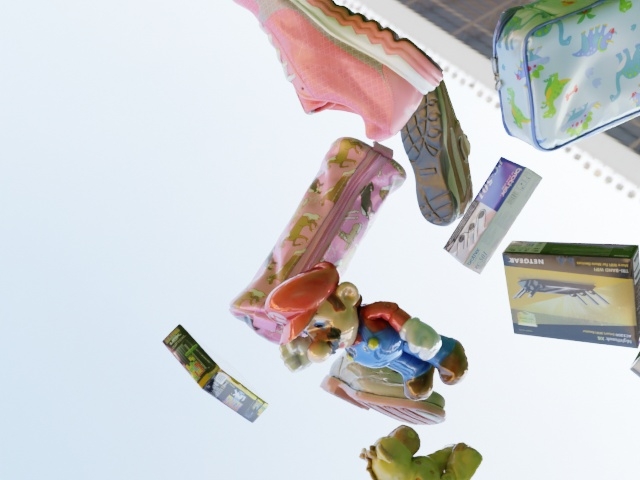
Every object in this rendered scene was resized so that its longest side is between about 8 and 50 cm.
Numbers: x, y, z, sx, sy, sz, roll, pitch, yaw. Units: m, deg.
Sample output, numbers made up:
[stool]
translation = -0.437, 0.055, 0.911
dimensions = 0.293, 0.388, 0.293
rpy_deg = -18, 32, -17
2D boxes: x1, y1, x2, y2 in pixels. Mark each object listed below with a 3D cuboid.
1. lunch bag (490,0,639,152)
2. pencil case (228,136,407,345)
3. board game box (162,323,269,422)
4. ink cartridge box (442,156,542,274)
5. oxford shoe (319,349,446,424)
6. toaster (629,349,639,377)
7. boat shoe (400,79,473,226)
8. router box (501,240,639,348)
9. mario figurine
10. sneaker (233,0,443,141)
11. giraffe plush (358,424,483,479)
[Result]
[lunch bag]
translation = 0.318, -0.213, 0.802
dimensions = 0.219, 0.176, 0.090
rpy_deg = -24, -148, -8
[pencil case]
translation = 0.000, 0.000, 1.162
dimensions = 0.167, 0.160, 0.386
rpy_deg = 15, -113, 43
[board game box]
translation = -0.182, 0.233, 1.162
dimensions = 0.048, 0.170, 0.141
rpy_deg = -48, -132, -9
[ink cartridge box]
translation = 0.314, -0.048, 1.234
dimensions = 0.046, 0.207, 0.097
rpy_deg = 27, -170, -20
[oxford shoe]
translation = 0.134, 0.295, 1.439
dimensions = 0.140, 0.397, 0.146
rpy_deg = 33, -107, -28
[toaster]
translation = 0.695, 0.211, 1.275
dimensions = 0.110, 0.168, 0.186
rpy_deg = 39, -146, 21
[boat shoe]
translation = 0.259, -0.197, 1.443
dimensions = 0.120, 0.324, 0.122
rpy_deg = -21, -162, -38
[router box]
translation = 0.621, 0.127, 1.648
dimensions = 0.309, 0.243, 0.081
rpy_deg = 2, -154, 37
[mario figurine]
translation = 0.057, 0.163, 0.997
dimensions = 0.320, 0.198, 0.170
rpy_deg = 27, -167, -19
[sneaker]
translation = -0.012, -0.231, 0.819
dimensions = 0.314, 0.136, 0.116
rpy_deg = 34, -165, 16
[giraffe plush]
translation = 0.159, 0.408, 1.191
dimensions = 0.170, 0.181, 0.210
rpy_deg = 39, -143, 6
